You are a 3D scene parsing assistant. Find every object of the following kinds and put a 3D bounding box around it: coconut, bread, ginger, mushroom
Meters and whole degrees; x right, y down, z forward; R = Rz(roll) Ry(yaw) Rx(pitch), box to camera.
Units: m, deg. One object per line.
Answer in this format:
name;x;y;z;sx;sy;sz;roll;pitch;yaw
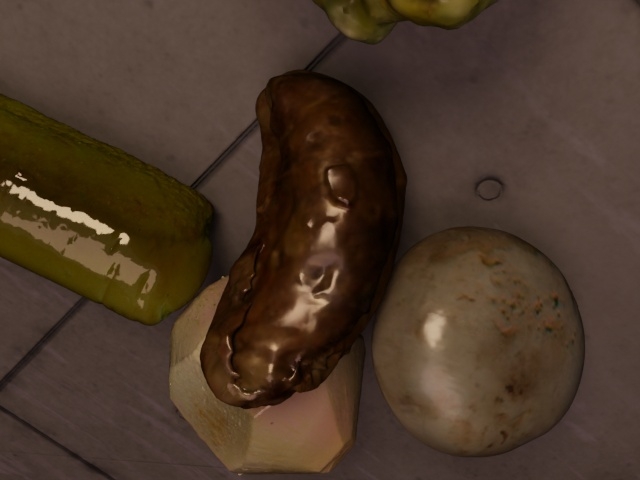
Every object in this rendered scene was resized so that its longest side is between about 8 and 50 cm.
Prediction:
coconut;-0.043;0.148;0.774;0.197;0.237;0.237;-46;108;3
bread;-0.286;-0.056;0.716;0.384;0.166;0.112;27;144;-7
ginger;0.000;0.000;0.641;0.172;0.321;0.165;18;159;-25
mushroom;0.145;0.106;0.747;0.244;0.243;0.243;5;124;7

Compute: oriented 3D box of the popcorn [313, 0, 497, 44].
popcorn;0.047;-0.293;0.438;0.312;0.312;0.312;5;124;7
